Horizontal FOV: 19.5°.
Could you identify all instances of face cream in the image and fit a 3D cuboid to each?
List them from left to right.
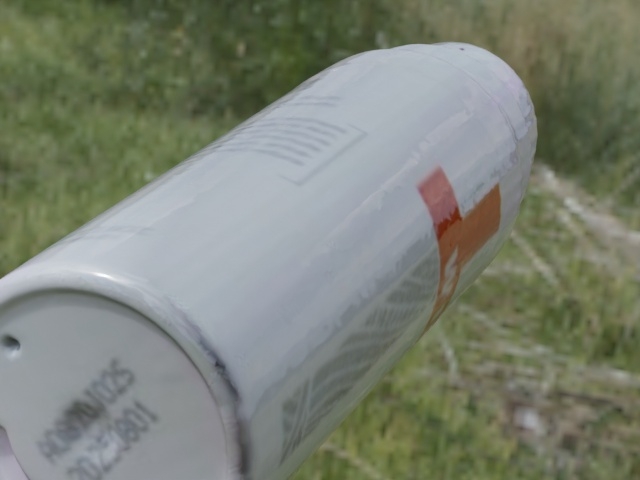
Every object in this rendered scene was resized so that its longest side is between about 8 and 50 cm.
[{"bbox_3d":[0.000,0.000,0.647,0.102,0.102,0.345,12,22,19],"label":"face cream"}]
